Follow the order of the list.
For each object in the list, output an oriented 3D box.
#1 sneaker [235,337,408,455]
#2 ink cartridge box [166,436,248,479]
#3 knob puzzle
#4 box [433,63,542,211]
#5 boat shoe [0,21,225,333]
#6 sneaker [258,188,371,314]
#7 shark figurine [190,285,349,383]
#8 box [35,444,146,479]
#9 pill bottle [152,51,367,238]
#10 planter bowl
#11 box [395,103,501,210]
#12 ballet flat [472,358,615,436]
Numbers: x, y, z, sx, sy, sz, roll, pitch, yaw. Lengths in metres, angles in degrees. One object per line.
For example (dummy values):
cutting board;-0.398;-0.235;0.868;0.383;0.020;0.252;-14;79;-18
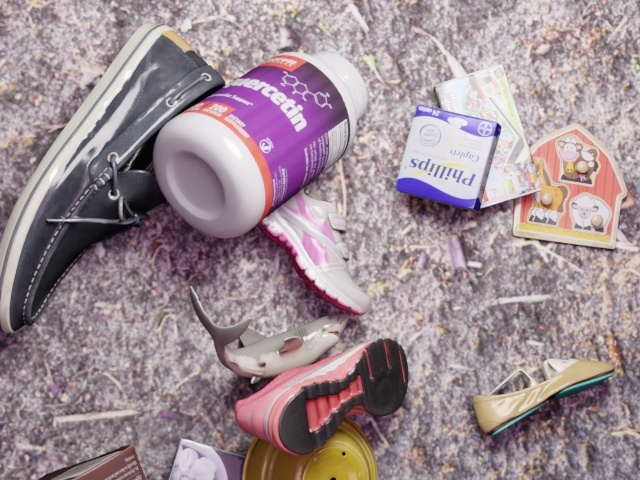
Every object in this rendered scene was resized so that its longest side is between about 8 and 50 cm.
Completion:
sneaker;0.004;0.207;1.506;0.314;0.136;0.116;-16;103;-47
ink cartridge box;-0.137;0.416;1.529;0.208;0.045;0.206;18;82;-7
knob puzzle;0.399;-0.093;1.664;0.213;0.030;0.213;1;84;-7
box;0.260;-0.159;1.635;0.114;0.036;0.207;-18;87;4
boat shoe;-0.303;-0.078;1.487;0.156;0.187;0.500;30;76;2
sneaker;0.000;0.000;1.560;0.111;0.103;0.252;-40;92;-8
shark figurine;-0.101;0.148;1.519;0.116;0.278;0.166;46;113;35
box;-0.322;0.413;1.413;0.167;0.168;0.203;-22;88;20
pill bottle;-0.072;-0.151;1.479;0.181;0.181;0.323;50;49;-1
planter bowl;0.003;0.345;1.507;0.217;0.090;0.217;4;79;-23
box;0.194;-0.125;1.586;0.126;0.072;0.137;15;95;14
ballet flat;0.340;0.221;1.603;0.232;0.080;0.073;-24;73;-11
